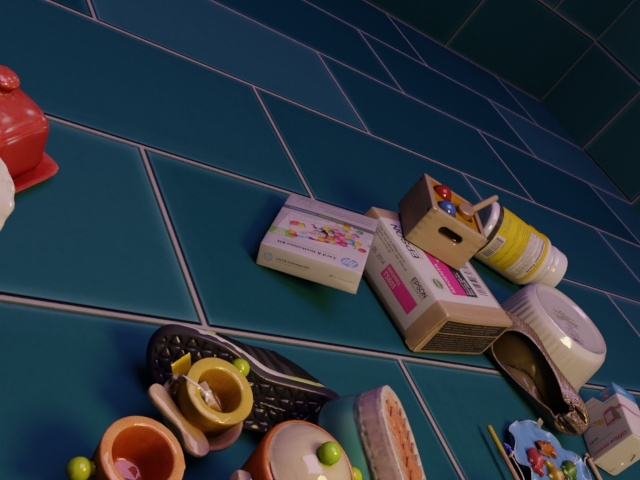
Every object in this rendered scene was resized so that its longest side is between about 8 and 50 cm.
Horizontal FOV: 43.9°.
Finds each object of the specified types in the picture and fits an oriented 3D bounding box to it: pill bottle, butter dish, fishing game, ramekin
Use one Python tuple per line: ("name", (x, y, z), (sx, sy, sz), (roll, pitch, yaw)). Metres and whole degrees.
("pill bottle", (0.387, 0.016, 1.603), (0.209, 0.119, 0.119), (32, 27, -18))
("butter dish", (-0.359, -0.135, 0.845), (0.160, 0.118, 0.160), (41, 27, 0))
("fishing game", (0.350, 0.332, 1.149), (0.264, 0.041, 0.189), (25, 29, -33))
("ramekin", (0.401, 0.170, 1.391), (0.207, 0.109, 0.207), (32, 27, -19))

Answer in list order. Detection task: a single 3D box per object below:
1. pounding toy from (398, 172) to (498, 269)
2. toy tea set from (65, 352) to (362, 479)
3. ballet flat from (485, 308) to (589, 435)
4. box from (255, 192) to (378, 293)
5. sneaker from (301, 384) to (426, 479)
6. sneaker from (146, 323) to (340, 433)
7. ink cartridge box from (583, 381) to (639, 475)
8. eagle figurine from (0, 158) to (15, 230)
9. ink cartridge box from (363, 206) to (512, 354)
("pounding toy", (0.214, -0.038, 1.277), (0.141, 0.100, 0.130), (30, 28, -19))
("toy tea set", (-0.101, 0.201, 0.616), (0.200, 0.124, 0.336), (47, 35, 6))
("ballet flat", (0.336, 0.207, 1.275), (0.249, 0.084, 0.058), (54, 14, 21))
("box", (0.000, 0.000, 1.149), (0.145, 0.038, 0.186), (17, 28, 4))
("sneaker", (0.048, 0.298, 0.751), (0.108, 0.121, 0.302), (38, 36, -58))
("sneaker", (-0.082, 0.151, 0.844), (0.235, 0.084, 0.097), (30, 4, -22))
("ink cartridge box", (0.481, 0.308, 1.303), (0.052, 0.088, 0.122), (32, 27, -17))
("eagle figurine", (-0.413, -0.052, 0.583), (0.226, 0.225, 0.298), (57, 18, 10))
("ink cartridge box", (0.171, 0.066, 1.273), (0.193, 0.088, 0.234), (11, 39, -47))
